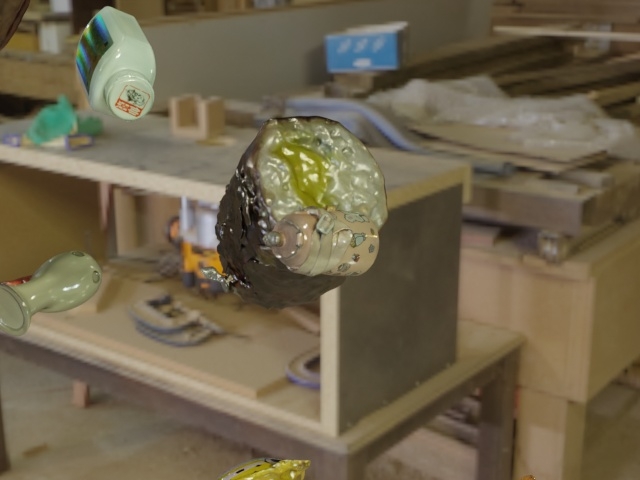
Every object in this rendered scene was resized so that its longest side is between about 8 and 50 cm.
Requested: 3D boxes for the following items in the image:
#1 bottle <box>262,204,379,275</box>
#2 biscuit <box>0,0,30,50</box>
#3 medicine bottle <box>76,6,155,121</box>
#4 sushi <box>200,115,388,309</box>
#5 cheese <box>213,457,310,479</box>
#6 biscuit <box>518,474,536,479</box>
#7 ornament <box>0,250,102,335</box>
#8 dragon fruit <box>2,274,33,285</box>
[{"bbox_3d":[0.000,0.001,1.411,0.152,0.099,0.099,6,9,-45],"label":"bottle"},{"bbox_3d":[-0.460,-0.368,1.223,0.407,0.407,0.091,12,6,32],"label":"biscuit"},{"bbox_3d":[-0.294,-0.247,1.531,0.083,0.121,0.229,20,21,-29],"label":"medicine bottle"},{"bbox_3d":[-0.045,-0.040,1.959,0.281,0.299,0.294,14,-29,-18],"label":"sushi"},{"bbox_3d":[-0.113,0.334,1.289,0.156,0.250,0.064,16,35,-51],"label":"cheese"},{"bbox_3d":[0.280,0.412,1.497,0.280,0.183,0.043,-7,20,11],"label":"biscuit"},{"bbox_3d":[-0.343,0.062,1.336,0.081,0.075,0.156,-39,-3,33],"label":"ornament"},{"bbox_3d":[-0.479,0.075,1.771,0.131,0.063,0.097,-9,38,-15],"label":"dragon fruit"}]
